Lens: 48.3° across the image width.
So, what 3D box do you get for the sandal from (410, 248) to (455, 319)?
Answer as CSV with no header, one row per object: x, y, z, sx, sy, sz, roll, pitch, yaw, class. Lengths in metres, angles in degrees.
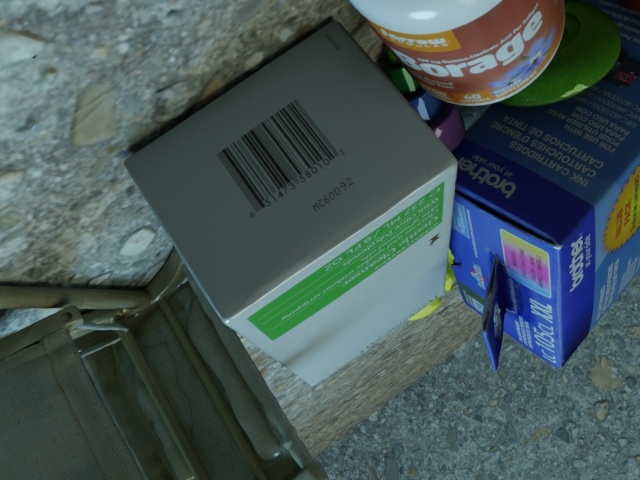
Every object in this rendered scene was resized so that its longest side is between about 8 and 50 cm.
0.171,-0.046,0.920,0.317,0.126,0.138,-42,-162,1,sandal

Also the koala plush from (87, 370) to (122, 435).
-0.262,0.228,0.787,0.221,0.204,0.196,-17,162,15,koala plush

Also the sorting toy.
0.202,-0.213,0.608,0.365,0.127,0.126,-32,132,1,sorting toy

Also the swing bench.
-0.175,0.161,0.594,0.254,0.253,0.165,-10,149,-49,swing bench

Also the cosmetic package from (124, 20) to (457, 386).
0.000,0.000,0.652,0.197,0.155,0.365,-35,160,-2,cosmetic package

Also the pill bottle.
0.077,-0.167,0.430,0.121,0.121,0.216,-40,160,14,pill bottle

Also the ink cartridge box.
0.266,-0.053,0.736,0.395,0.151,0.270,-45,145,-11,ink cartridge box
